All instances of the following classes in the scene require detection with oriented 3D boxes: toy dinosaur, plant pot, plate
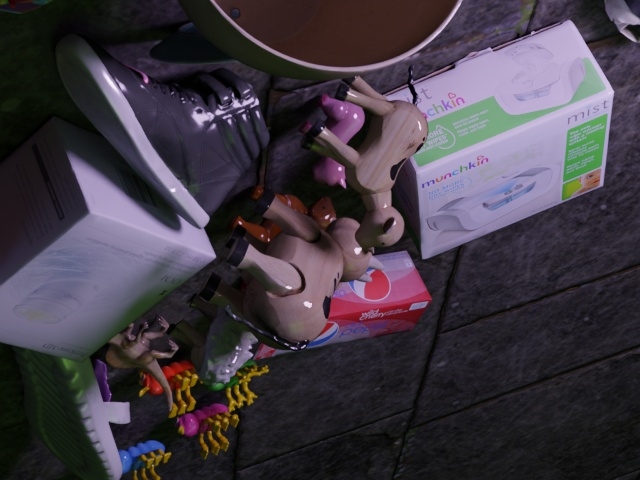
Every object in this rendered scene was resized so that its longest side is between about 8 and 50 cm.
[{"bbox_3d":[-0.236,0.147,2.169,0.093,0.053,0.183,-36,128,19],"label":"toy dinosaur"},{"bbox_3d":[-0.027,-0.265,1.482,0.284,0.284,0.191,-13,175,-23],"label":"plant pot"},{"bbox_3d":[-0.079,-0.207,1.635,0.188,0.188,0.024,-13,109,-23],"label":"plate"}]

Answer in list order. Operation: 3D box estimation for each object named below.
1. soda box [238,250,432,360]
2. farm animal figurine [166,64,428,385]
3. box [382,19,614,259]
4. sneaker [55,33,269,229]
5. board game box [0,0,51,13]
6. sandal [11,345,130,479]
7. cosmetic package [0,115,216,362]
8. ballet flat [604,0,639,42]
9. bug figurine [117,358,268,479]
[{"bbox_3d":[0.014,0.086,2.240,0.263,0.092,0.083,-8,147,-31],"label":"soda box"},{"bbox_3d":[0.000,0.000,1.852,0.326,0.172,0.330,-61,-172,-34],"label":"farm animal figurine"},{"bbox_3d":[0.215,-0.124,2.029,0.262,0.126,0.231,-22,153,-7],"label":"box"},{"bbox_3d":[-0.159,-0.151,1.717,0.147,0.104,0.296,-48,137,-10],"label":"sneaker"},{"bbox_3d":[-0.280,-0.250,1.501,0.169,0.033,0.133,7,137,-45],"label":"board game box"},{"bbox_3d":[-0.305,0.200,2.123,0.102,0.169,0.416,-43,159,-24],"label":"sandal"},{"bbox_3d":[-0.282,0.008,1.820,0.225,0.138,0.224,-37,150,20],"label":"cosmetic package"},{"bbox_3d":[0.383,-0.278,1.970,0.074,0.074,0.203,-35,153,15],"label":"ballet flat"},{"bbox_3d":[-0.197,0.244,2.350,0.216,0.072,0.279,-13,145,-36],"label":"bug figurine"}]
